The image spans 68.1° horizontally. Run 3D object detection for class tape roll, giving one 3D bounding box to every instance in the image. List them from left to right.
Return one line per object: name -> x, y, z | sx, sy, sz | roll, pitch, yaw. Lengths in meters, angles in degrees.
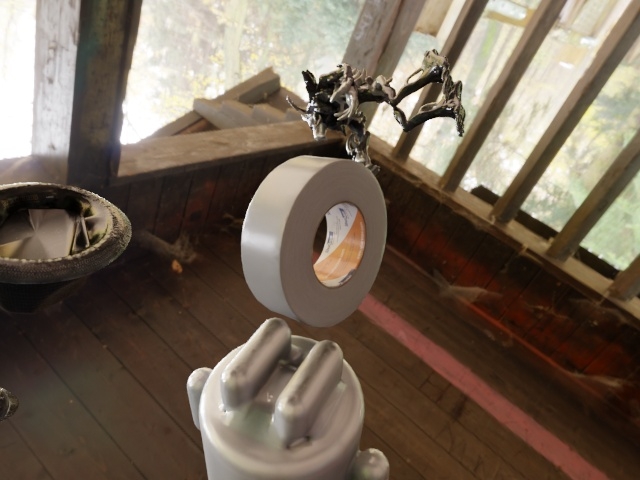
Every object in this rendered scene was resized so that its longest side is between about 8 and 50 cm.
tape roll -> 0.000, 0.000, 0.629 | 0.072, 0.219, 0.219 | 15, -159, 39

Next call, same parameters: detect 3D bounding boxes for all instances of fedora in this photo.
fedora -> -0.519, 0.024, 0.881 | 0.333, 0.153, 0.334 | 15, -153, -8

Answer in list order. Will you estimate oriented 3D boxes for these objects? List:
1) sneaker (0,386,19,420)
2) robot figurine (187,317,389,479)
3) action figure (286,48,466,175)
sneaker -> -0.618, 0.263, 0.784 | 0.234, 0.106, 0.078 | 12, -111, -4
robot figurine -> -0.050, 0.270, 0.628 | 0.299, 0.354, 0.200 | 23, -140, 22
action figure -> 0.067, -0.193, 0.717 | 0.275, 0.164, 0.141 | -4, -122, 29
